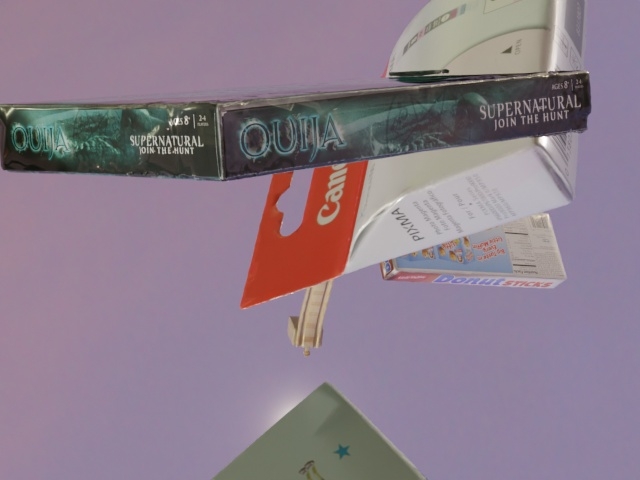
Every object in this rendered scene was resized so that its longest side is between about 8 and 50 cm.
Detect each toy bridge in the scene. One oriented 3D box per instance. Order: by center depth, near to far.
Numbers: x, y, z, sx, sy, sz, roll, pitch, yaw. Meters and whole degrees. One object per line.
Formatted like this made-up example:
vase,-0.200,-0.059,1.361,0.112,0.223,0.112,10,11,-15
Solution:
toy bridge,0.000,0.000,1.184,0.026,0.188,0.063,4,-164,-10

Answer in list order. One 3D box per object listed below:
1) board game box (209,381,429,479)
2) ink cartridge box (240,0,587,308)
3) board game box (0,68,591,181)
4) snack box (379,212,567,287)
board game box,0.088,0.217,0.537,0.097,0.224,0.303,-41,-123,-9
ink cartridge box,0.048,-0.069,0.952,0.232,0.066,0.189,-15,-140,26
board game box,-0.006,-0.045,0.573,0.186,0.026,0.126,-11,-170,-43
snack box,0.124,0.004,1.282,0.178,0.022,0.064,4,-117,-32
